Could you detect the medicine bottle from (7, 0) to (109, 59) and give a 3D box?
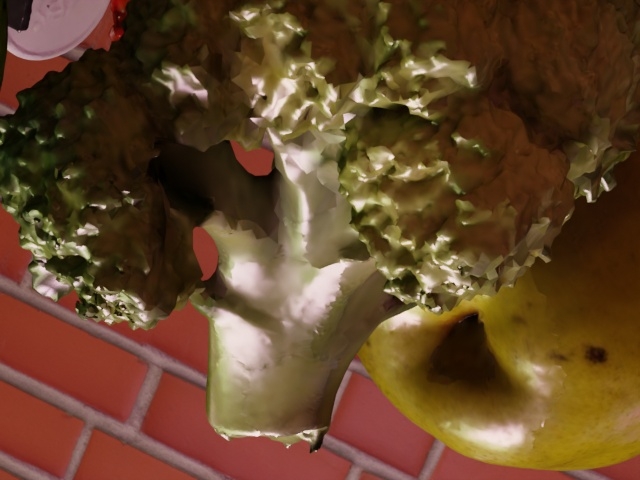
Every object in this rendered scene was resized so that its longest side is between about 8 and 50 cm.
[{"bbox_3d":[-0.289,-0.256,0.829,0.237,0.139,0.139,40,-168,22],"label":"medicine bottle"}]

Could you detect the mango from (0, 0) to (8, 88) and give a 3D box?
[{"bbox_3d":[-0.182,-0.096,0.253,0.201,0.225,0.382,-3,167,-21],"label":"mango"}]

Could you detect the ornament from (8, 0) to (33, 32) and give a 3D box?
[{"bbox_3d":[-0.213,-0.264,0.674,0.166,0.153,0.196,25,-150,3],"label":"ornament"}]

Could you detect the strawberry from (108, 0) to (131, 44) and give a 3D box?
[{"bbox_3d":[-0.100,-0.183,0.879,0.233,0.178,0.234,30,-171,-5],"label":"strawberry"}]

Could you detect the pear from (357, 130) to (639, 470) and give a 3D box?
[{"bbox_3d":[0.156,0.007,0.657,0.294,0.294,0.294,24,-174,-3],"label":"pear"}]

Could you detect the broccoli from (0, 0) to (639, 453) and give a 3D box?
[{"bbox_3d":[0.003,-0.014,0.420,0.254,0.302,0.186,22,-172,-45],"label":"broccoli"}]
